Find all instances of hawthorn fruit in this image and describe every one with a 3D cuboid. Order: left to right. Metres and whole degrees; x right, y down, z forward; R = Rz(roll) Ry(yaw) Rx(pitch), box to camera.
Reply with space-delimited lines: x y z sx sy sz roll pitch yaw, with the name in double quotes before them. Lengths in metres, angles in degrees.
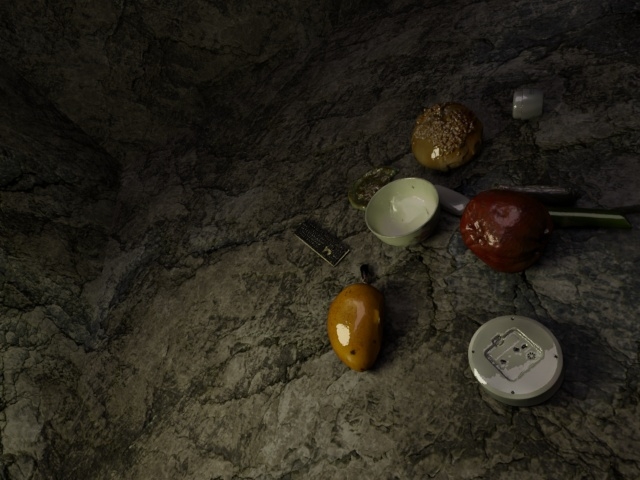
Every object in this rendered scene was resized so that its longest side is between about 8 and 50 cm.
"hawthorn fruit" 0.557 -0.036 1.263 0.261 0.258 0.258 30 73 16

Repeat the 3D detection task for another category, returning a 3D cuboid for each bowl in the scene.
"bowl" 0.314 -0.085 1.529 0.276 0.145 0.277 -17 49 20

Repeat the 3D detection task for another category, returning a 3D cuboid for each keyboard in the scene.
"keyboard" 0.000 0.000 1.753 0.106 0.027 0.317 -46 43 -7

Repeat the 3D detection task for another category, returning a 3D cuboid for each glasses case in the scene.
"glasses case" 0.470 -0.152 1.548 0.074 0.049 0.193 -46 45 -7

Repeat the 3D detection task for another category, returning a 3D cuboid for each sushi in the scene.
"sushi" 0.169 0.122 1.526 0.044 0.046 0.083 -17 47 20

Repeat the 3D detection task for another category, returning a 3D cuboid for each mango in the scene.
"mango" 0.115 0.280 1.362 0.190 0.160 0.291 -8 61 20

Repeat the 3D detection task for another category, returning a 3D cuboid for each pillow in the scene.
"pillow" 0.687 -0.149 1.345 0.254 0.169 0.060 9 90 38

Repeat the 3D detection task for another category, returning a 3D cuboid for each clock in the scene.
"clock" 0.518 0.316 1.111 0.230 0.083 0.231 -19 45 20

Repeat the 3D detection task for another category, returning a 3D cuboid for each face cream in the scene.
"face cream" 0.791 -0.521 1.591 0.104 0.117 0.117 4 58 25

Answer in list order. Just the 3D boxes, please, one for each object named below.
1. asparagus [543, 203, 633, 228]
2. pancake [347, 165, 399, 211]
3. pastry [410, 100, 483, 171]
"asparagus" 0.783 -0.072 1.268 0.277 0.060 0.067 5 48 35
"pancake" 0.230 -0.226 1.778 0.253 0.037 0.254 -17 48 20
"pastry" 0.495 -0.428 1.661 0.284 0.184 0.316 -19 47 21
